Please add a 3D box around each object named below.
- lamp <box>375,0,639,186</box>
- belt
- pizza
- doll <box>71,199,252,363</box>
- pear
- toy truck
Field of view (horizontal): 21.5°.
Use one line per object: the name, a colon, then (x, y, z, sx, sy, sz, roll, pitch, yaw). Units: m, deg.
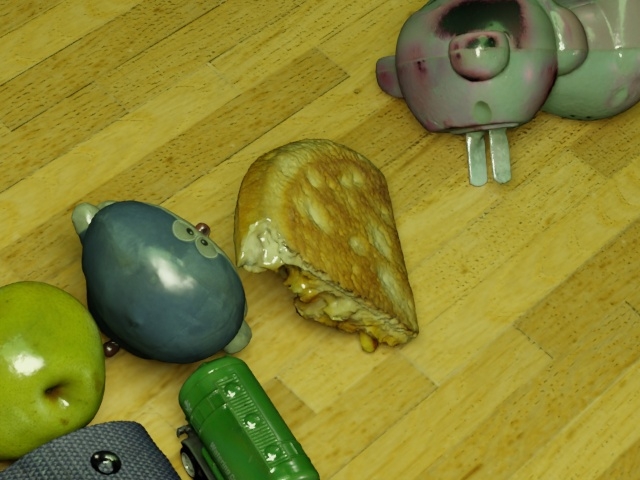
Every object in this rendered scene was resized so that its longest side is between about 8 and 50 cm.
lamp: (0.234, -0.191, 1.990, 0.301, 0.247, 0.247, -5, 93, -27)
belt: (-0.248, 0.259, 1.598, 0.230, 0.139, 0.126, -27, 56, -24)
pizza: (-0.011, -0.031, 1.810, 0.087, 0.258, 0.268, -28, 48, 24)
doll: (-0.163, 0.040, 1.697, 0.228, 0.258, 0.154, 40, 71, -3)
pear: (-0.310, 0.125, 1.681, 0.180, 0.166, 0.216, -48, 29, -17)
toy truck: (-0.055, 0.231, 1.653, 0.101, 0.125, 0.242, -22, 61, -24)
